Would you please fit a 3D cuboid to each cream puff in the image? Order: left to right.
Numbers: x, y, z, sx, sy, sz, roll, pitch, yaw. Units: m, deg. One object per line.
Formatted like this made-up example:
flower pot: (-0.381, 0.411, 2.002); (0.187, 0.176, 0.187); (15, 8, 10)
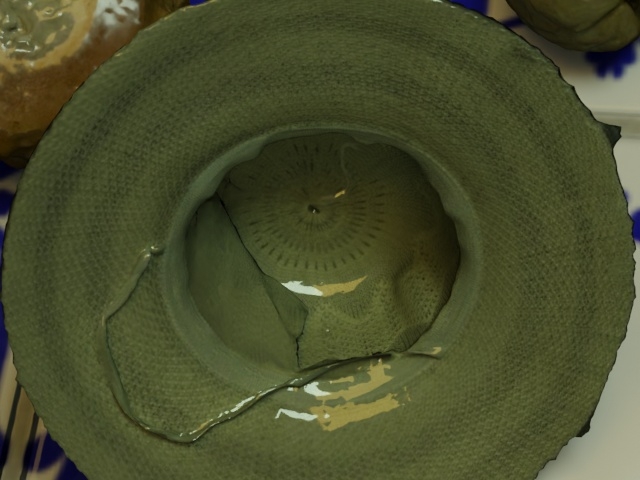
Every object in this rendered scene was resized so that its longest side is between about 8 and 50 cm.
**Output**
cream puff: (-0.126, -0.100, 0.672); (0.126, 0.103, 0.144); (24, 90, 1)

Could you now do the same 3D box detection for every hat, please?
hat: (0.000, 0.000, 0.598); (0.252, 0.252, 0.110); (-14, 24, 3)

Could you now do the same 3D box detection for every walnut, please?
walnut: (0.124, -0.130, 0.663); (0.092, 0.092, 0.092); (-3, 66, 7)
